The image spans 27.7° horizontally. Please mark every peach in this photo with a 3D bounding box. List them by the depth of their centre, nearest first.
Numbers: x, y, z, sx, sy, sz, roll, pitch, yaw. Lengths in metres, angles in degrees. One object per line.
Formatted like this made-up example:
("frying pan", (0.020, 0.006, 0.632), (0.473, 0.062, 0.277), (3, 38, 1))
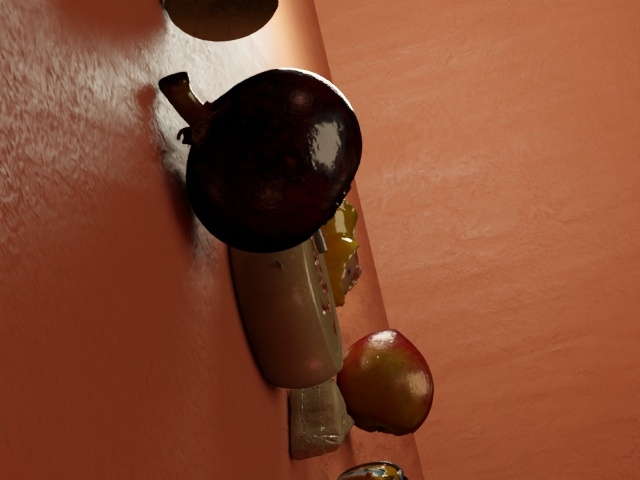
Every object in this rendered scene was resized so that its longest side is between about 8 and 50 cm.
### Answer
("peach", (0.118, 0.261, 2.409), (0.197, 0.197, 0.197), (-14, 90, -83))

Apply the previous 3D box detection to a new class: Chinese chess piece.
("Chinese chess piece", (-0.044, 0.073, 1.803), (0.273, 0.102, 0.273), (-14, 90, -83))

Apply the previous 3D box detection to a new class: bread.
("bread", (0.003, 0.284, 1.870), (0.152, 0.077, 0.105), (-92, 165, -55))

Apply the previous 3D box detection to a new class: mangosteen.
("mangosteen", (-0.086, -0.110, 1.550), (0.261, 0.235, 0.235), (33, 9, 0))

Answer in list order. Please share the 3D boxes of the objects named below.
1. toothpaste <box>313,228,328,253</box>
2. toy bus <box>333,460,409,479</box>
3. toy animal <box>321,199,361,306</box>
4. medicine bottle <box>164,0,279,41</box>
("toothpaste", (-0.008, -0.023, 1.806), (0.024, 0.015, 0.083), (89, -17, -79))
("toy bus", (0.080, 0.448, 1.994), (0.136, 0.126, 0.209), (21, 55, -71))
("toy animal", (0.000, 0.003, 2.201), (0.156, 0.156, 0.230), (65, 23, -59))
("medicine bottle", (-0.147, -0.437, 1.775), (0.151, 0.151, 0.322), (67, 11, -53))
